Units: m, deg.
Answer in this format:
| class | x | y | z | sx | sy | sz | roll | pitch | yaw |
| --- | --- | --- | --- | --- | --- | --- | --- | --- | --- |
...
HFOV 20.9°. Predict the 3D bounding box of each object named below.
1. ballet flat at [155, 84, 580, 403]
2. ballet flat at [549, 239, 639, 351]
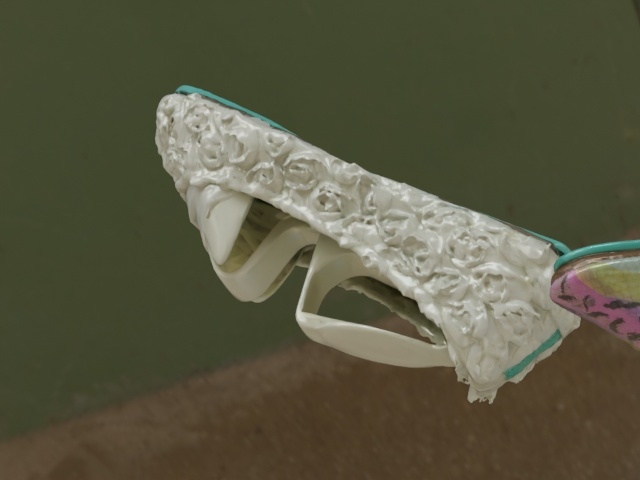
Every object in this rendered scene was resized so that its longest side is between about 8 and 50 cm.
| class | x | y | z | sx | sy | sz | roll | pitch | yaw |
| --- | --- | --- | --- | --- | --- | --- | --- | --- | --- |
| ballet flat | 0.000 | 0.000 | 1.270 | 0.409 | 0.147 | 0.147 | 24 | 68 | 36 |
| ballet flat | 0.209 | 0.033 | 0.797 | 0.221 | 0.077 | 0.079 | -5 | 78 | -28 |
